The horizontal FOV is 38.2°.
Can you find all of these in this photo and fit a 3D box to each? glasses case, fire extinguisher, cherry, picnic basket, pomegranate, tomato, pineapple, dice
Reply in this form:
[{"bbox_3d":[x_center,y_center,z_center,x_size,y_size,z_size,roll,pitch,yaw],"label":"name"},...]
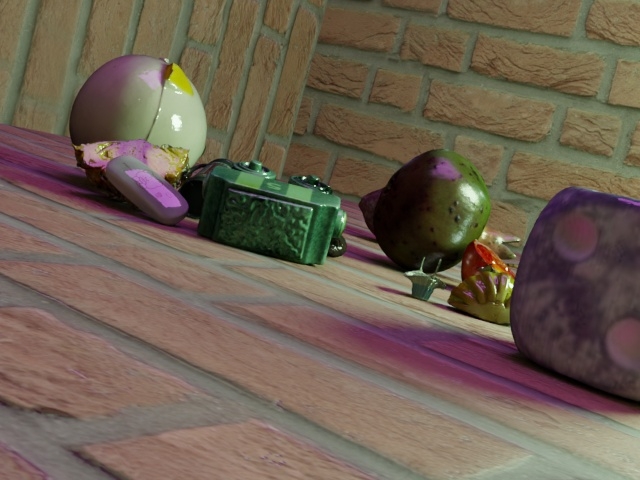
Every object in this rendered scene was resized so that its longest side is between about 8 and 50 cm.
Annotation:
[{"bbox_3d":[-0.343,-0.101,1.825,0.193,0.049,0.074,40,45,16],"label":"glasses case"},{"bbox_3d":[-0.243,-0.136,2.134,0.118,0.093,0.294,24,21,2],"label":"fire extinguisher"},{"bbox_3d":[0.251,-0.074,2.638,0.301,0.202,0.230,9,10,21],"label":"cherry"},{"bbox_3d":[0.195,0.069,1.719,0.083,0.083,0.065,16,0,-17],"label":"picnic basket"},{"bbox_3d":[0.290,-0.062,2.138,0.324,0.290,0.291,9,7,-20],"label":"pomegranate"},{"bbox_3d":[0.359,0.082,1.997,0.159,0.091,0.139,43,19,3],"label":"tomato"},{"bbox_3d":[-0.390,-0.108,1.935,0.250,0.139,0.164,-7,59,-33],"label":"pineapple"},{"bbox_3d":[0.457,0.078,1.359,0.270,0.271,0.270,19,7,35],"label":"dice"}]

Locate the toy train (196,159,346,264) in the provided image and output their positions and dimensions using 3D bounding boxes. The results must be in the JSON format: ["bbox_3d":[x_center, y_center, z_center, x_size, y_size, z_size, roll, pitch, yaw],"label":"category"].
[{"bbox_3d":[-0.097,-0.053,1.826,0.299,0.166,0.238,14,16,0],"label":"toy train"}]

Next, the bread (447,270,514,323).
[{"bbox_3d":[0.322,0.103,1.689,0.157,0.094,0.083,23,2,2],"label":"bread"}]

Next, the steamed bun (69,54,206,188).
[{"bbox_3d":[-0.424,-0.269,2.155,0.334,0.333,0.374,12,9,-29],"label":"steamed bun"}]

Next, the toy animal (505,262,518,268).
[{"bbox_3d":[0.560,0.093,2.264,0.255,0.116,0.114,17,5,23],"label":"toy animal"}]

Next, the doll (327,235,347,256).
[{"bbox_3d":[0.000,0.000,2.027,0.139,0.057,0.165,14,0,23],"label":"doll"}]
